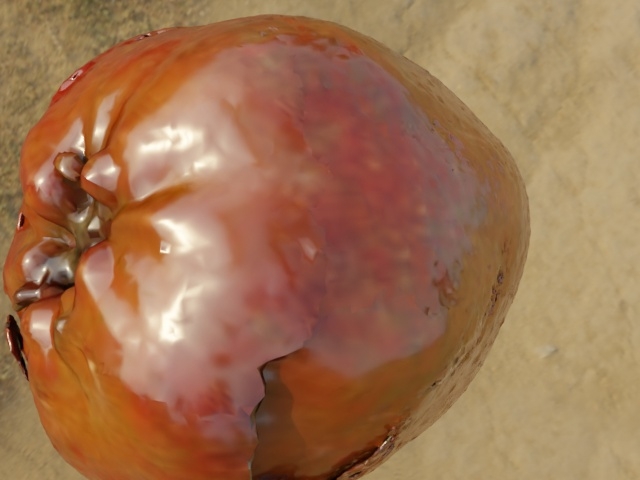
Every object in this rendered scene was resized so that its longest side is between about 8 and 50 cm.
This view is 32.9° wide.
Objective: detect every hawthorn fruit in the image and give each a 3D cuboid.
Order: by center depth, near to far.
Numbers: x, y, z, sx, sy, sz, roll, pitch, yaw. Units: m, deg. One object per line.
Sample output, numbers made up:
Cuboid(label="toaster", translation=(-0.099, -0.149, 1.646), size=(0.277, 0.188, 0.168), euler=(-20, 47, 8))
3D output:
Cuboid(label="hawthorn fruit", translation=(0.000, 0.000, 0.495), size=(0.299, 0.211, 0.211), euler=(-12, 75, -50))
